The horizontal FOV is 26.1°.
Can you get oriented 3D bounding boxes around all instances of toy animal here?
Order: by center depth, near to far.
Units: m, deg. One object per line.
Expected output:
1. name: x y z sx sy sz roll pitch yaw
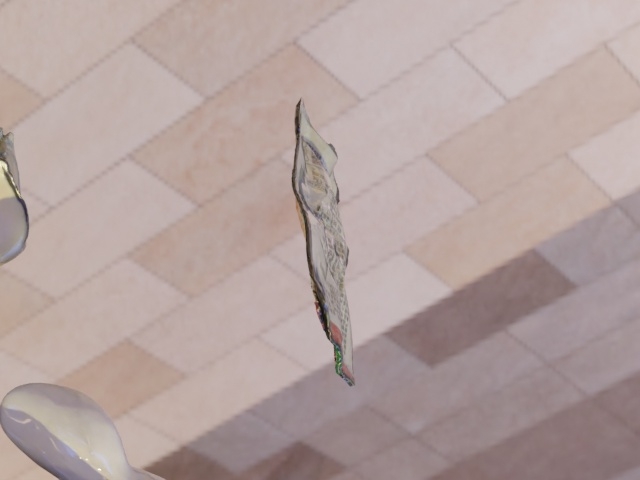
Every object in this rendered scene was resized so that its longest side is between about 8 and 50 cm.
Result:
1. toy animal: -0.167 0.202 0.884 0.178 0.127 0.193 35 136 -13

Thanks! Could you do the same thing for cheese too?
1. cheese: -0.259 -0.005 1.015 0.092 0.047 0.171 4 116 -6

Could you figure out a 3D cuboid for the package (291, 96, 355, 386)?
1. package: 0.000 0.000 1.230 0.040 0.232 0.166 -10 147 8
